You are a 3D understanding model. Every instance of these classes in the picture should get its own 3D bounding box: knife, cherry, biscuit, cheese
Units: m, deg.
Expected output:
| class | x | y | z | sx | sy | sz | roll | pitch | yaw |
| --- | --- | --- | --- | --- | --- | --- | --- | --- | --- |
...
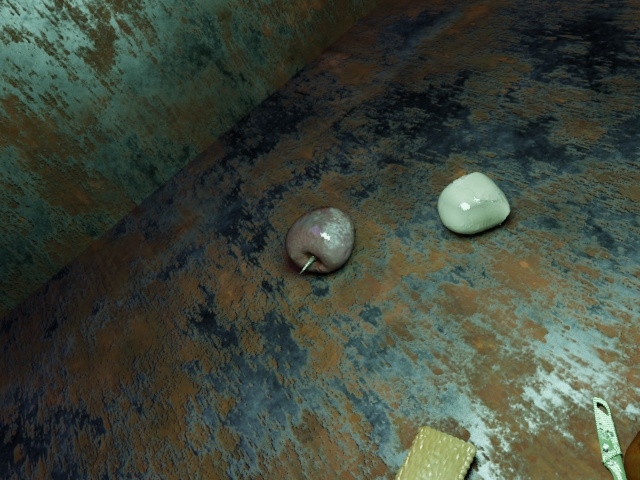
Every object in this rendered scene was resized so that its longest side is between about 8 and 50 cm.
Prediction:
| class | x | y | z | sx | sy | sz | roll | pitch | yaw |
| --- | --- | --- | --- | --- | --- | --- | --- | --- | --- |
| knife | 0.600 | 0.459 | 1.075 | 0.043 | 0.020 | 0.293 | -13 | 46 | 25 |
| cherry | 0.000 | 0.000 | 1.737 | 0.236 | 0.213 | 0.285 | 13 | 50 | 30 |
| biscuit | 0.242 | 0.556 | 1.194 | 0.160 | 0.030 | 0.250 | 4 | 54 | 48 |
| cheese | 0.448 | -0.105 | 1.587 | 0.189 | 0.154 | 0.198 | -15 | 38 | -8 |

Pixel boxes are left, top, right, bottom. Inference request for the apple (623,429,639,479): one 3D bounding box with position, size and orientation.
| class | x | y | z | sx | sy | sz | roll | pitch | yaw |
| --- | --- | --- | --- | --- | --- | --- | --- | --- | --- |
| apple | 0.661 | 0.417 | 0.926 | 0.234 | 0.234 | 0.234 | -18 | 45 | 18 |
